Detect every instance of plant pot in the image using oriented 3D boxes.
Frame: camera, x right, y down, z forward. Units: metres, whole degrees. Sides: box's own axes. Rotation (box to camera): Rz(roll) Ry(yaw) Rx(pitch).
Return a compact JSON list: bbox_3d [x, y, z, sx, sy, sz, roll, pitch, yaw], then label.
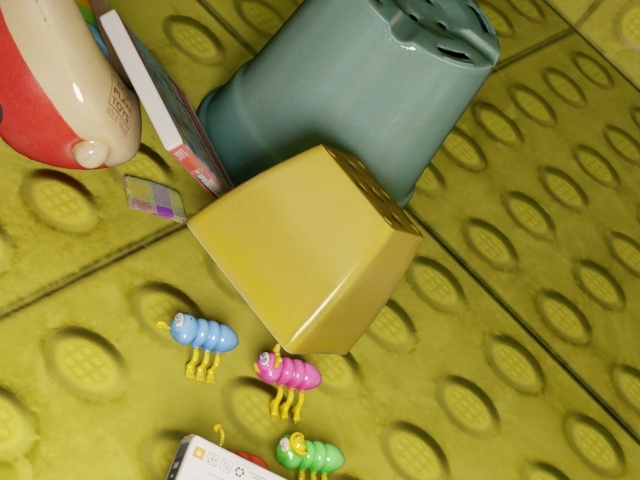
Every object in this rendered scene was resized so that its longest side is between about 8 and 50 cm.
[{"bbox_3d":[0.000,0.000,1.856,0.212,0.187,0.212,50,13,17],"label":"plant pot"},{"bbox_3d":[0.053,-0.211,2.083,0.341,0.334,0.341,25,35,-19],"label":"plant pot"}]

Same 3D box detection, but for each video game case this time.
[{"bbox_3d":[-0.183,-0.154,1.906,0.204,0.025,0.285,62,4,20],"label":"video game case"}]

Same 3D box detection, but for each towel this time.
[{"bbox_3d":[-0.214,-0.053,1.931,0.083,0.009,0.060,15,40,-33],"label":"towel"}]

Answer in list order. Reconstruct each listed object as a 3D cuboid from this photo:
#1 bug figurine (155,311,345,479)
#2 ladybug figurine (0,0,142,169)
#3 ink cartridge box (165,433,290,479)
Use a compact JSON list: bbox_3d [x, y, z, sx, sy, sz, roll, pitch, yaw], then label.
[{"bbox_3d":[-0.078,0.190,1.721,0.216,0.072,0.279,15,40,-32],"label":"bug figurine"},{"bbox_3d":[-0.348,-0.254,1.846,0.305,0.162,0.449,59,7,-52],"label":"ladybug figurine"},{"bbox_3d":[-0.084,0.335,1.537,0.206,0.045,0.208,28,63,-15],"label":"ink cartridge box"}]
